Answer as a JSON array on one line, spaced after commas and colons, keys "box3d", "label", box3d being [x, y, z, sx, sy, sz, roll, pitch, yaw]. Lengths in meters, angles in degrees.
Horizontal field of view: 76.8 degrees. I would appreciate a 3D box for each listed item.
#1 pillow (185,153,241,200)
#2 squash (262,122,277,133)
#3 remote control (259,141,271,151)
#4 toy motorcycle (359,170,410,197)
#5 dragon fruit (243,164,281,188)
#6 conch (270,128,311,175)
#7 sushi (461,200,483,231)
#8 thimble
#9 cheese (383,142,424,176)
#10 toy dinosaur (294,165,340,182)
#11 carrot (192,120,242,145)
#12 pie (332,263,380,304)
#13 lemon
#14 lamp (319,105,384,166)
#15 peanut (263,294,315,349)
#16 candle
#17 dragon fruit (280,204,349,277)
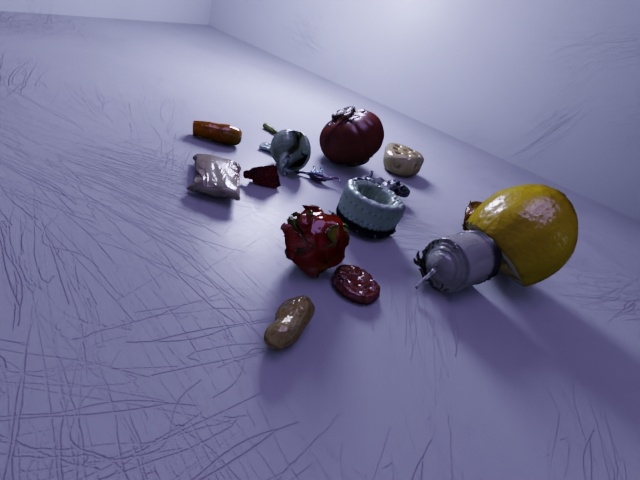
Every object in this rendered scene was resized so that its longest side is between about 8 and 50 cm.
[{"box3d": [-0.353, -0.217, 1.356, 0.174, 0.067, 0.270, 7, 34, -14], "label": "pillow"}, {"box3d": [-0.239, -0.536, 1.943, 0.083, 0.027, 0.027, 36, 34, 18], "label": "squash"}, {"box3d": [-0.183, -0.389, 1.756, 0.162, 0.029, 0.061, 18, 30, 2], "label": "remote control"}, {"box3d": [0.258, -0.221, 1.707, 0.271, 0.106, 0.159, -19, 56, -42], "label": "toy motorcycle"}, {"box3d": [-0.216, -0.239, 1.480, 0.132, 0.096, 0.063, -8, 36, -10], "label": "dragon fruit"}, {"box3d": [-0.118, -0.354, 1.646, 0.173, 0.199, 0.131, -2, -1, 10], "label": "conch"}, {"box3d": [0.707, -0.082, 1.734, 0.179, 0.166, 0.296, 14, 18, 26], "label": "sushi"}, {"box3d": [0.181, -0.114, 1.453, 0.238, 0.150, 0.237, 17, 32, -11], "label": "thimble"}, {"box3d": [0.416, -0.417, 2.083, 0.235, 0.117, 0.218, -2, 38, -32], "label": "cheese"}, {"box3d": [-0.010, -0.270, 1.672, 0.198, 0.045, 0.080, 14, 39, 2], "label": "toy dinosaur"}, {"box3d": [-0.417, -0.436, 1.633, 0.194, 0.087, 0.087, 7, 35, -22], "label": "carrot"}, {"box3d": [0.102, 0.123, 1.156, 0.155, 0.036, 0.154, 16, 31, -10], "label": "pie"}, {"box3d": [0.739, -0.039, 1.440, 0.365, 0.363, 0.364, 16, 32, -10], "label": "lemon"}, {"box3d": [0.143, -0.476, 1.862, 0.304, 0.256, 0.303, -17, 27, 9], "label": "lamp"}, {"box3d": [-0.072, 0.185, 0.919, 0.080, 0.080, 0.174, 29, 34, 10], "label": "peanut"}, {"box3d": [0.422, 0.074, 1.292, 0.331, 0.187, 0.187, -11, 44, -39], "label": "candle"}, {"box3d": [-0.007, -0.021, 1.156, 0.200, 0.199, 0.269, 63, 31, -17], "label": "dragon fruit"}]
